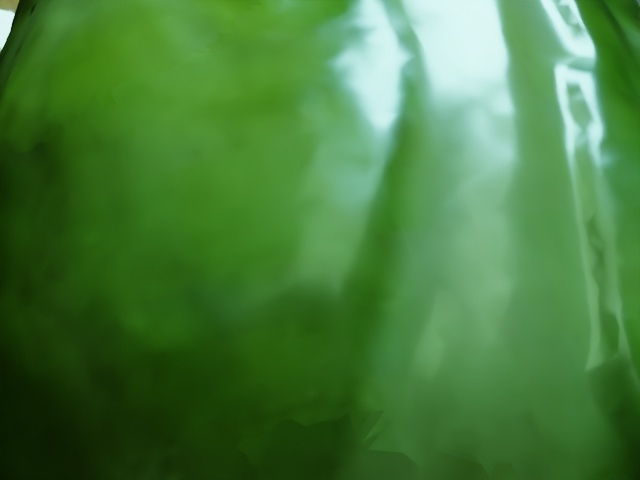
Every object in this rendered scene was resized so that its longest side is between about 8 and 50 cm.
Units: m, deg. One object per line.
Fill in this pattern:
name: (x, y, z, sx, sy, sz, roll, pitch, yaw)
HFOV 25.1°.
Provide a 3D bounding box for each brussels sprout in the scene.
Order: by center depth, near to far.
brussels sprout: (0.019, 0.055, 0.471, 0.275, 0.371, 0.315, -7, 5, 2)

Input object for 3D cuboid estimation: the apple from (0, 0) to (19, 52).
apple: (-0.180, -0.037, 0.685, 0.253, 0.254, 0.253, 10, 34, -7)

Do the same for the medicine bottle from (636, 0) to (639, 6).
medicine bottle: (0.254, -0.194, 1.109, 0.069, 0.183, 0.119, 8, 34, -8)
